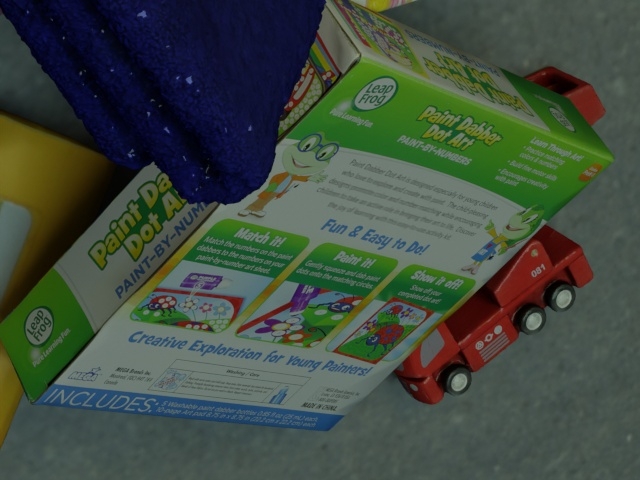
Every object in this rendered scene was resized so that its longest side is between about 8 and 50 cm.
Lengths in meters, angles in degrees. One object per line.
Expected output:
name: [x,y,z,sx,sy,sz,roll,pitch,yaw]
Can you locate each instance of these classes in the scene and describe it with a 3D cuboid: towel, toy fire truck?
towel: [-0.060,-0.192,0.621,0.227,0.076,0.308,53,39,-43]
toy fire truck: [0.104,-0.002,1.022,0.192,0.047,0.135,-37,123,-10]

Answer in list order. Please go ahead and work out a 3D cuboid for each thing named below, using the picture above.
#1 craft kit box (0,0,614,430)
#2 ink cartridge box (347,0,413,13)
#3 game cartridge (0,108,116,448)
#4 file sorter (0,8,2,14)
craft kit box: [0.000,0.000,0.864,0.246,0.061,0.250,-42,150,22]
ink cartridge box: [0.003,-0.179,0.826,0.212,0.154,0.093,-19,121,-22]
game cartridge: [-0.279,0.060,0.803,0.285,0.053,0.323,21,88,-34]
file sorter: [-0.201,-0.226,0.612,0.182,0.202,0.290,-5,116,21]
